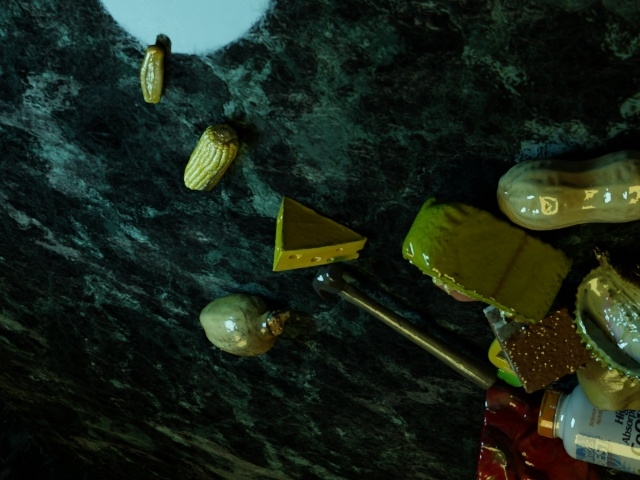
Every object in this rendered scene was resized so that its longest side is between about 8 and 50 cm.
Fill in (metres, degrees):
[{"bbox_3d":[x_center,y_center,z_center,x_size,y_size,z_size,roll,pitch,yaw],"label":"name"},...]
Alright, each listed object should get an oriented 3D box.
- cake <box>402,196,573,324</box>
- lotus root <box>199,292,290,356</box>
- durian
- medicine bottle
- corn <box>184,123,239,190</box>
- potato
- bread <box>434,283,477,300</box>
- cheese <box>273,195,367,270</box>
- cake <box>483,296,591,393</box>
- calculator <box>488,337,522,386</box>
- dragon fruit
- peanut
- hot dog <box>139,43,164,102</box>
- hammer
[{"bbox_3d":[0.262,0.030,1.348,0.261,0.156,0.179,28,176,-9],"label":"cake"},{"bbox_3d":[-0.191,0.203,1.949,0.257,0.140,0.154,-2,130,45],"label":"lotus root"},{"bbox_3d":[0.527,0.114,1.353,0.193,0.138,0.237,-34,70,39],"label":"durian"},{"bbox_3d":[0.582,0.369,1.619,0.289,0.157,0.157,9,142,25],"label":"medicine bottle"},{"bbox_3d":[-0.209,-0.152,1.558,0.072,0.072,0.203,33,147,-9],"label":"corn"},{"bbox_3d":[0.542,0.230,1.491,0.155,0.137,0.200,-21,129,14],"label":"potato"},{"bbox_3d":[0.266,0.051,1.497,0.192,0.067,0.119,37,137,-16],"label":"bread"},{"bbox_3d":[0.000,0.000,1.618,0.171,0.126,0.093,8,148,-8],"label":"cheese"},{"bbox_3d":[0.381,0.170,1.467,0.135,0.147,0.134,-27,102,2],"label":"cake"},{"bbox_3d":[0.420,0.229,1.659,0.146,0.032,0.235,25,145,4],"label":"calculator"},{"bbox_3d":[0.447,0.487,1.731,0.286,0.329,0.228,16,138,18],"label":"dragon fruit"},{"bbox_3d":[0.382,-0.077,1.206,0.275,0.111,0.125,-7,173,37],"label":"peanut"},{"bbox_3d":[-0.299,-0.297,1.462,0.044,0.028,0.137,3,150,-10],"label":"hot dog"},{"bbox_3d":[0.176,0.183,1.709,0.440,0.044,0.168,32,163,-6],"label":"hammer"}]
